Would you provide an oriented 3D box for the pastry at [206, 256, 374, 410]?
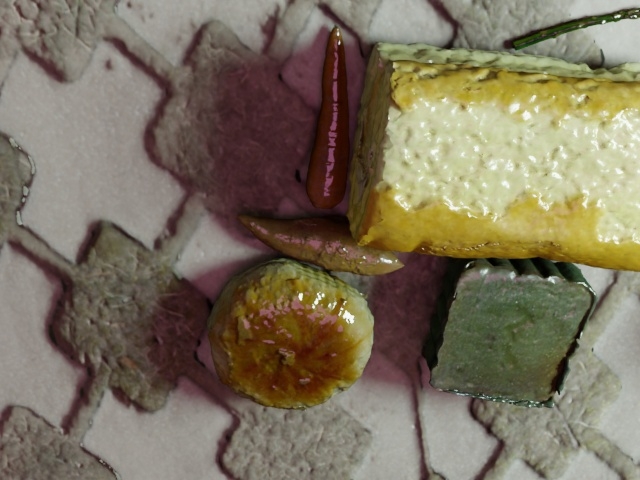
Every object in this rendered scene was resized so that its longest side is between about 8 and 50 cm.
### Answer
[{"bbox_3d":[-0.038,0.117,1.449,0.192,0.093,0.182,22,113,-15],"label":"pastry"}]

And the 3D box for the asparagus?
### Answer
[{"bbox_3d":[0.295,-0.241,1.360,0.162,0.016,0.016,-14,88,1],"label":"asparagus"}]

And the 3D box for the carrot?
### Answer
[{"bbox_3d":[0.013,-0.136,1.369,0.048,0.048,0.216,3,110,-6],"label":"carrot"}]

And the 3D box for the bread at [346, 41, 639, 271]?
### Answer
[{"bbox_3d":[0.227,-0.084,1.342,0.375,0.165,0.237,3,116,-8],"label":"bread"}]

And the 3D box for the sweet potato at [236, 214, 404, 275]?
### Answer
[{"bbox_3d":[0.000,0.000,1.422,0.206,0.060,0.068,12,75,-9],"label":"sweet potato"}]

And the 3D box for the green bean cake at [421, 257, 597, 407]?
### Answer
[{"bbox_3d":[0.224,0.100,1.462,0.173,0.094,0.181,9,114,-8],"label":"green bean cake"}]
